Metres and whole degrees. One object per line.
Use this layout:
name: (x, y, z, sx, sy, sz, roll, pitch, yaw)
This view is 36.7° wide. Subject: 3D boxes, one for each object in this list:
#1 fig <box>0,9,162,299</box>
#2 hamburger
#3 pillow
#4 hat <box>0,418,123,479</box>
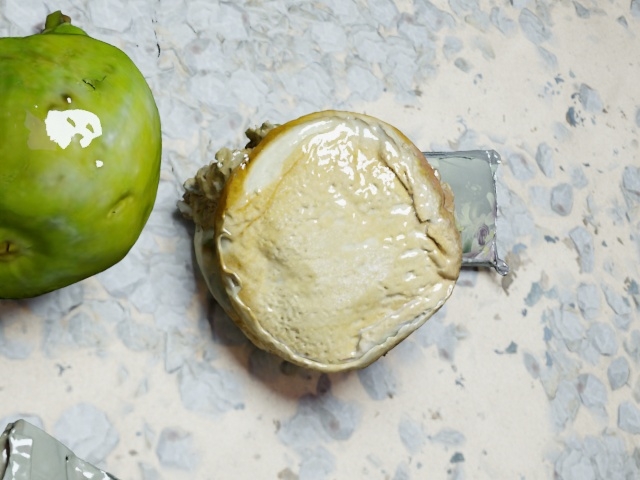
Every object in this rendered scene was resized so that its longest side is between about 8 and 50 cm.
fig: (-0.234, -0.105, 0.809, 0.233, 0.233, 0.314, 24, 65, -20)
hamburger: (0.000, 0.000, 0.928, 0.286, 0.146, 0.243, 10, 87, -6)
pillow: (0.102, -0.031, 1.081, 0.255, 0.059, 0.169, 0, 77, -31)
hat: (-0.226, 0.265, 0.722, 0.245, 0.214, 0.149, -44, 132, -9)
